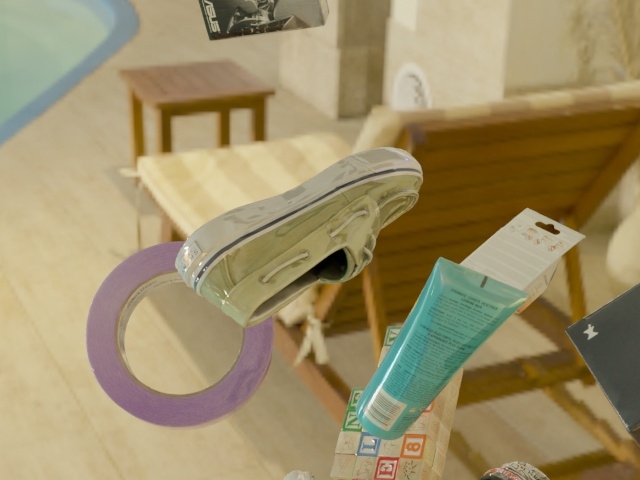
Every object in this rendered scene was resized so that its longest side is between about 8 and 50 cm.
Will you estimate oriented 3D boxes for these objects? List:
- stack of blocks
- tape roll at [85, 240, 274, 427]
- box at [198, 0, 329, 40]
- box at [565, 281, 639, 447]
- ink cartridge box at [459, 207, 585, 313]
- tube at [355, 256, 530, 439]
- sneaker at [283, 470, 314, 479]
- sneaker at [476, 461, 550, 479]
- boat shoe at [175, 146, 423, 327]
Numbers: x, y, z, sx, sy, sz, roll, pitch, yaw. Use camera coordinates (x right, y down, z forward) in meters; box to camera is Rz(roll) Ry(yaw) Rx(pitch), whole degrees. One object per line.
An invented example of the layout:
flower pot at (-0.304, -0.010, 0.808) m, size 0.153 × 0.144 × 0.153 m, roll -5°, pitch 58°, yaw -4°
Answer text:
stack of blocks at (0.142, 0.301, 2.074) m, size 0.171 × 0.087 × 0.297 m, roll -3°, pitch 57°, yaw 32°
tape roll at (-0.206, 0.143, 1.748) m, size 0.275 × 0.274 × 0.090 m, roll 1°, pitch -11°, yaw -3°
box at (-0.099, -0.413, 1.698) m, size 0.183 × 0.231 × 0.056 m, roll -4°, pitch 34°, yaw 14°
box at (0.595, 0.216, 1.717) m, size 0.294 × 0.395 × 0.212 m, roll -35°, pitch 41°, yaw 11°
ink cartridge box at (0.346, 0.032, 2.011) m, size 0.179 × 0.045 × 0.145 m, roll -37°, pitch 40°, yaw -19°
tube at (0.093, 0.095, 0.998) m, size 0.080 × 0.207 × 0.052 m, roll 19°, pitch 44°, yaw -12°
sneaker at (-0.076, 0.393, 1.504) m, size 0.129 × 0.111 × 0.297 m, roll 3°, pitch 25°, yaw 14°
sneaker at (0.354, 0.446, 1.772) m, size 0.270 × 0.090 × 0.145 m, roll 46°, pitch 22°, yaw 18°
boat shoe at (0.000, 0.000, 1.097) m, size 0.302 × 0.109 × 0.094 m, roll -26°, pitch 69°, yaw -39°
